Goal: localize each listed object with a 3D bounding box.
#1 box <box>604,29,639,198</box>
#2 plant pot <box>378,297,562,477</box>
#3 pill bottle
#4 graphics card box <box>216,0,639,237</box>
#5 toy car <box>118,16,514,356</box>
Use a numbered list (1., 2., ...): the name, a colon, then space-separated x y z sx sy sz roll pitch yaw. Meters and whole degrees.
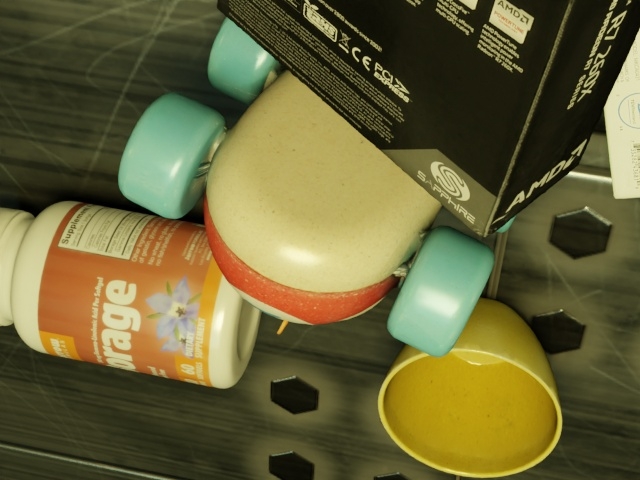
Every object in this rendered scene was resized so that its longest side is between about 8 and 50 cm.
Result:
1. box: 0.258 -0.164 0.589 0.231 0.127 0.262 -5 126 18
2. plant pot: 0.117 0.099 0.863 0.134 0.095 0.134 7 129 9
3. pill bottle: -0.158 0.037 0.873 0.216 0.121 0.121 10 130 8
4. graphics card box: 0.059 -0.193 0.524 0.233 0.094 0.371 42 150 21
5. toy car: 0.000 0.000 0.762 0.219 0.210 0.238 27 144 7
